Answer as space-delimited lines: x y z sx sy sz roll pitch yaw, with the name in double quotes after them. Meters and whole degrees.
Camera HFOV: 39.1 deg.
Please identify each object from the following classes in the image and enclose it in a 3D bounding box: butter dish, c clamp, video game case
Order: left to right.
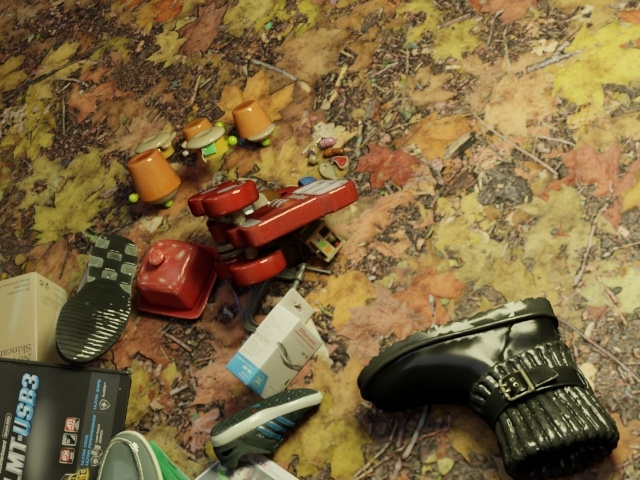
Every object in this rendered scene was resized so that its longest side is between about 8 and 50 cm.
-0.291 0.056 1.743 0.160 0.118 0.160 6 64 30 "butter dish"
-0.134 0.422 1.446 0.173 0.022 0.190 25 46 36 "video game case"
-0.074 0.105 1.666 0.137 0.022 0.160 16 68 32 "c clamp"

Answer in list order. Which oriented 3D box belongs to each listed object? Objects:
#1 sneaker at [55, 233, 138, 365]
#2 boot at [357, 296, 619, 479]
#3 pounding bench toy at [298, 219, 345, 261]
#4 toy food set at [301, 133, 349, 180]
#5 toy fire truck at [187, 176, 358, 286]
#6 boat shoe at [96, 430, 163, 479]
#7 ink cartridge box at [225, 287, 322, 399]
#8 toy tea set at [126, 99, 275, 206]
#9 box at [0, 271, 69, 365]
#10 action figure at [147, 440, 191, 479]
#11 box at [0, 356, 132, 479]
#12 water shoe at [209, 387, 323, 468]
-0.425 0.142 1.719 0.123 0.146 0.330 20 35 -8 "sneaker"
0.240 0.251 1.353 0.348 0.131 0.260 -23 53 11 "boot"
0.000 0.000 1.676 0.052 0.065 0.083 -49 18 -8 "pounding bench toy"
0.013 -0.171 1.797 0.078 0.019 0.122 -46 52 -6 "toy food set"
-0.088 -0.047 1.659 0.254 0.169 0.302 -24 11 -17 "toy fire truck"
-0.328 0.470 1.455 0.116 0.099 0.319 -3 77 18 "boat shoe"
-0.067 0.184 1.562 0.060 0.104 0.180 33 79 37 "ink cartridge box"
-0.251 -0.174 1.895 0.336 0.124 0.200 -16 25 20 "toy tea set"
-0.575 0.235 1.737 0.148 0.121 0.311 -16 63 10 "box"
-0.273 0.423 1.541 0.137 0.063 0.232 -45 56 -3 "action figure"
-0.496 0.360 1.564 0.294 0.073 0.295 9 71 -9 "box"
-0.086 0.313 1.513 0.203 0.080 0.073 -20 11 -16 "water shoe"
